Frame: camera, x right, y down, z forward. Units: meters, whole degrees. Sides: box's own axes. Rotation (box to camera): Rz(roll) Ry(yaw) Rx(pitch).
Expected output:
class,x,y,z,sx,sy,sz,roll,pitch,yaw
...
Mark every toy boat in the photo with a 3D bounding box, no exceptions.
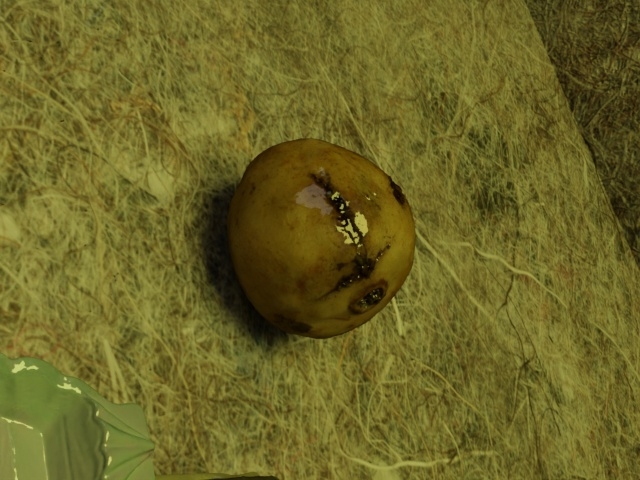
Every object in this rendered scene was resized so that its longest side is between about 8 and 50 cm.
class,x,y,z,sx,sy,sz,roll,pitch,yaw
toy boat,-0.296,0.215,1.260,0.290,0.100,0.199,9,63,-42

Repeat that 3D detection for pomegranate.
class,x,y,z,sx,sy,sz,roll,pitch,yaw
pomegranate,0.000,0.000,1.672,0.260,0.260,0.260,29,50,-42

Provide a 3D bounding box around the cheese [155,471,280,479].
class,x,y,z,sx,sy,sz,roll,pitch,yaw
cheese,-0.120,0.365,1.405,0.266,0.127,0.233,5,71,-49
